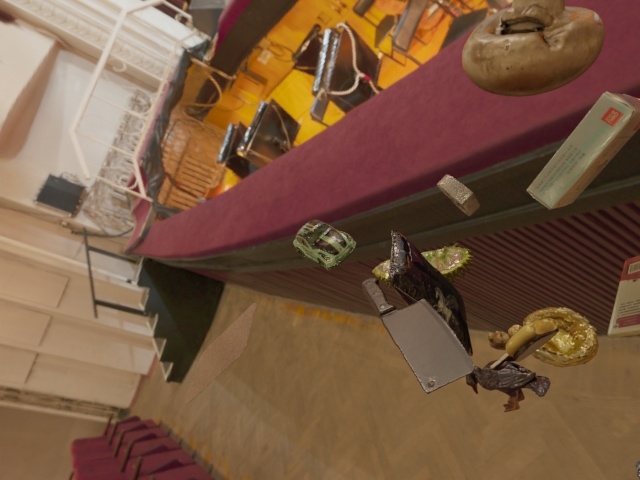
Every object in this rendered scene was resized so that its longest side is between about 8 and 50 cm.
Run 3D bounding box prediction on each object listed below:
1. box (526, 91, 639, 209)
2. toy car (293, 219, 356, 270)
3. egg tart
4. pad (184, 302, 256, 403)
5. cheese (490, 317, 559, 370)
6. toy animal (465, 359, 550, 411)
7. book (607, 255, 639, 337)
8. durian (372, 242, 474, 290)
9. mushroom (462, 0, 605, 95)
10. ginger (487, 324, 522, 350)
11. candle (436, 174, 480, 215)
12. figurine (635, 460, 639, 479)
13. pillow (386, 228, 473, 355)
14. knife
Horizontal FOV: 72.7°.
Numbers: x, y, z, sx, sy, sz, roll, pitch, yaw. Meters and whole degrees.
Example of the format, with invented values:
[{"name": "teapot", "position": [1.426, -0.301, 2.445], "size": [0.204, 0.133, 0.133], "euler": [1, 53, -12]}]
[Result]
[{"name": "box", "position": [0.603, -0.199, 0.986], "size": [0.079, 0.135, 0.269], "euler": [50, 134, 29]}, {"name": "toy car", "position": [0.000, 0.000, 1.527], "size": [0.136, 0.125, 0.306], "euler": [-42, 24, -13]}, {"name": "egg tart", "position": [0.939, 0.393, 1.725], "size": [0.288, 0.288, 0.118], "euler": [-101, 2, -49]}, {"name": "pad", "position": [-0.246, 0.277, 1.072], "size": [0.266, 0.002, 0.176], "euler": [-44, 21, 25]}, {"name": "cheese", "position": [0.376, 0.204, 0.823], "size": [0.036, 0.086, 0.163], "euler": [60, 147, 34]}, {"name": "toy animal", "position": [0.678, 0.523, 1.591], "size": [0.185, 0.122, 0.298], "euler": [58, 143, 4]}, {"name": "book", "position": [0.766, 0.117, 1.012], "size": [0.232, 0.022, 0.162], "euler": [-58, 4, -26]}, {"name": "durian", "position": [0.366, 0.099, 1.501], "size": [0.158, 0.351, 0.169], "euler": [85, 170, -65]}, {"name": "mushroom", "position": [0.454, -0.474, 0.945], "size": [0.292, 0.290, 0.293], "euler": [-10, 39, 8]}, {"name": "ginger", "position": [0.696, 0.369, 1.628], "size": [0.133, 0.214, 0.059], "euler": [25, 62, 29]}, {"name": "candle", "position": [0.552, -0.174, 1.708], "size": [0.068, 0.192, 0.168], "euler": [-47, 7, 8]}, {"name": "figurine", "position": [0.403, 0.244, 0.408], "size": [0.120, 0.262, 0.164], "euler": [19, 101, 25]}, {"name": "pillow", "position": [0.185, 0.087, 0.736], "size": [0.055, 0.208, 0.141], "euler": [-36, 22, 29]}, {"name": "knife", "position": [0.118, 0.105, 0.575], "size": [0.072, 0.019, 0.245], "euler": [-24, 26, -4]}]
